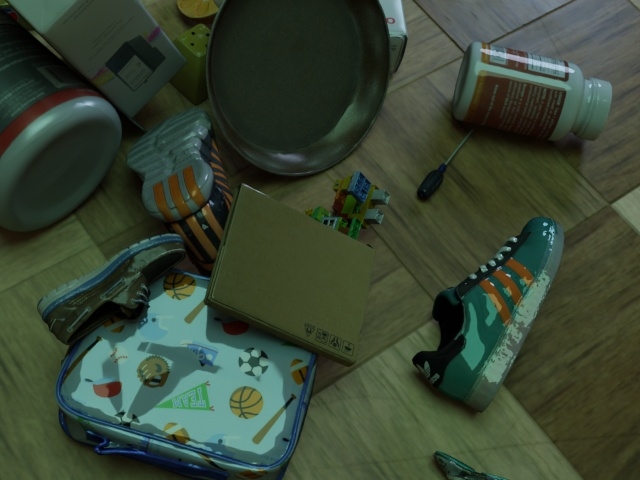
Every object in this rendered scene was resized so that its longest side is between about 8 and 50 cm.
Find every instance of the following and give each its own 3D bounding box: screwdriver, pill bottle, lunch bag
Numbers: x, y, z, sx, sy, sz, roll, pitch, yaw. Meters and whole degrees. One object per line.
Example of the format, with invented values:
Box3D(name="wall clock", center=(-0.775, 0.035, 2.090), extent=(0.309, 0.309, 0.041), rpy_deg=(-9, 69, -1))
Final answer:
Box3D(name="screwdriver", center=(0.187, -0.120, 1.526), extent=(0.025, 0.024, 0.170), rpy_deg=(45, 56, -15))
Box3D(name="pill bottle", center=(-0.452, -0.197, 1.355), extent=(0.363, 0.210, 0.210), rpy_deg=(41, 61, 16))
Box3D(name="pill bottle", center=(0.314, -0.216, 1.547), extent=(0.216, 0.121, 0.121), rpy_deg=(13, 58, -2))
Box3D(name="lunch bag", center=(-0.161, 0.165, 1.241), extent=(0.304, 0.115, 0.243), rpy_deg=(16, 60, 0))

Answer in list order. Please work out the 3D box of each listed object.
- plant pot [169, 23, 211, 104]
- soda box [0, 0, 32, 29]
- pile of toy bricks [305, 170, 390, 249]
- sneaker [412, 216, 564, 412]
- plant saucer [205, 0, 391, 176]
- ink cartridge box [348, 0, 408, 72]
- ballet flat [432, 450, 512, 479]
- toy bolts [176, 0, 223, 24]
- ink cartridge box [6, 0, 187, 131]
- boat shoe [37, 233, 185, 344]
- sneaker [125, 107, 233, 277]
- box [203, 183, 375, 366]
Box3D(name="plant pot", center=(-0.178, -0.266, 1.518), extent=(0.081, 0.083, 0.081), rpy_deg=(43, 62, 16))
Box3D(name="soda box", center=(-0.496, -0.347, 1.529), extent=(0.181, 0.058, 0.061), rpy_deg=(-7, 60, -14))
Box3D(name="pile of toy bricks", center=(0.000, 0.000, 1.387), extent=(0.105, 0.118, 0.212), rpy_deg=(2, 61, 38))
Box3D(name="sneaker", center=(0.223, 0.071, 1.363), extent=(0.121, 0.108, 0.302), rpy_deg=(29, 60, 4))
Box3D(name="plant saucer", center=(-0.034, -0.246, 1.447), extent=(0.311, 0.310, 0.050), rpy_deg=(-32, 30, -25))
Box3D(name="ink cartridge box", center=(0.041, -0.370, 1.613), extent=(0.159, 0.092, 0.217), rpy_deg=(0, 57, -9))
Box3D(name="ballet flat", center=(0.186, 0.294, 1.264), extent=(0.114, 0.041, 0.041), rpy_deg=(21, 58, 5))
Box3D(name="toy bolts", center=(-0.132, -0.377, 1.505), extent=(0.218, 0.158, 0.228), rpy_deg=(-15, 60, 14))
Box3D(name="ink cartridge box", center=(-0.306, -0.293, 1.347), extent=(0.119, 0.353, 0.207), rpy_deg=(-45, 73, -3))
Box3D(name="boat shoe", center=(-0.228, 0.059, 1.192), extent=(0.183, 0.066, 0.066), rpy_deg=(-31, 70, -9))
Box3D(name="sneaker", center=(-0.161, -0.047, 1.373), extent=(0.125, 0.180, 0.321), rpy_deg=(-26, 30, 7))
Box3D(name="box", center=(-0.030, 0.041, 1.247), extent=(0.201, 0.021, 0.164), rpy_deg=(26, 56, -22))
